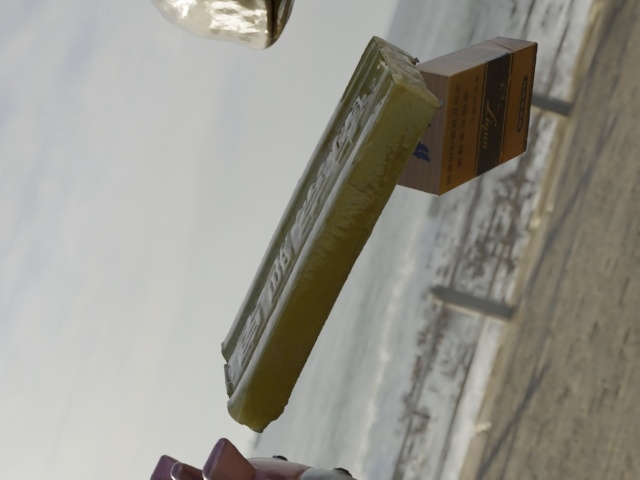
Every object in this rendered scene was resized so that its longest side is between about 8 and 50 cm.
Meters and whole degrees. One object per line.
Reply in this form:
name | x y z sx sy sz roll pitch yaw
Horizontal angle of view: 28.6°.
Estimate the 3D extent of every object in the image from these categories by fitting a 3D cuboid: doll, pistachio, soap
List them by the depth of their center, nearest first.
soap | -0.001 0.000 0.799 0.252 0.037 0.092 -63 17 21
doll | -0.022 0.210 0.903 0.262 0.211 0.093 -8 51 52
pistachio | -0.076 -0.232 0.988 0.137 0.153 0.238 -41 -9 -13

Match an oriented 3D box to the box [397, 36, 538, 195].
box | 0.187 -0.161 1.576 0.237 0.070 0.152 -24 -56 -49
